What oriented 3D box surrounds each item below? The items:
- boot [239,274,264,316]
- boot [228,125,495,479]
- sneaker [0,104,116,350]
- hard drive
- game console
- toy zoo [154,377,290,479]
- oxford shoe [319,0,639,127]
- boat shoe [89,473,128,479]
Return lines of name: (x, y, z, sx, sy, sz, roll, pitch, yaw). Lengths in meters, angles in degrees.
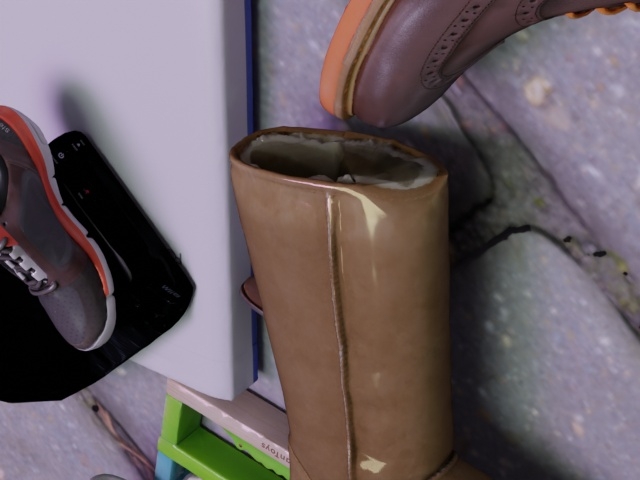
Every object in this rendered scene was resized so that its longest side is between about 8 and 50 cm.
boot: (0.000, 0.000, 1.136, 0.106, 0.037, 0.114, 16, 127, 22)
boot: (0.062, 0.083, 1.070, 0.236, 0.089, 0.269, 8, 118, 26)
sneaker: (-0.179, 0.002, 1.147, 0.061, 0.065, 0.158, -15, 104, 42)
hard drive: (-0.132, -0.071, 1.198, 0.210, 0.040, 0.318, 21, 128, 29)
game console: (-0.243, -0.060, 1.240, 0.213, 0.044, 0.361, -34, 93, 45)
toy zoo: (-0.038, 0.238, 1.321, 0.192, 0.030, 0.293, 29, 132, 23)
oxford shoe: (0.124, -0.139, 0.885, 0.133, 0.130, 0.364, 44, 137, -2)
boat shoe: (-0.070, 0.259, 1.276, 0.267, 0.096, 0.088, 46, 141, 20)
